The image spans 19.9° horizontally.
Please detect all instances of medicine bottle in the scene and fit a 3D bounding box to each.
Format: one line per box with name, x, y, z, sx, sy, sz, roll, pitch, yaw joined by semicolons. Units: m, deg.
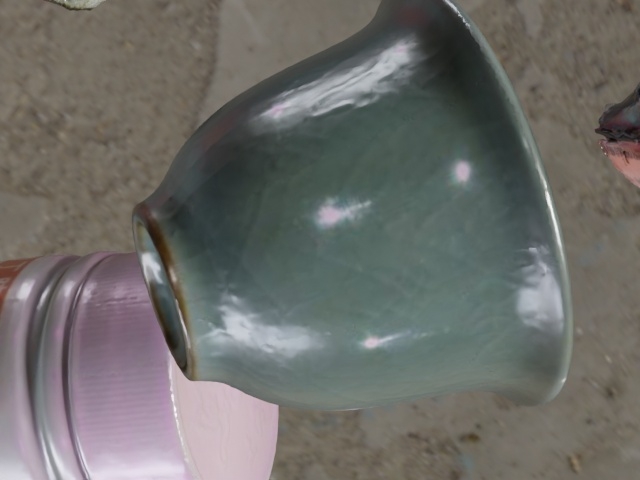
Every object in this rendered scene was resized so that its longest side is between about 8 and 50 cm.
medicine bottle;-0.209;0.113;1.320;0.316;0.202;0.202;-6;73;18

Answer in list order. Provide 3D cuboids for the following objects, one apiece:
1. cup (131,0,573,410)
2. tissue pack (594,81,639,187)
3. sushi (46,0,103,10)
cup;0.000;0.000;0.795;0.150;0.199;0.199;-18;68;-13
tissue pack;0.378;-0.135;1.351;0.245;0.123;0.332;-47;26;-19
sushi;-0.198;-0.220;1.331;0.078;0.150;0.090;31;102;16
